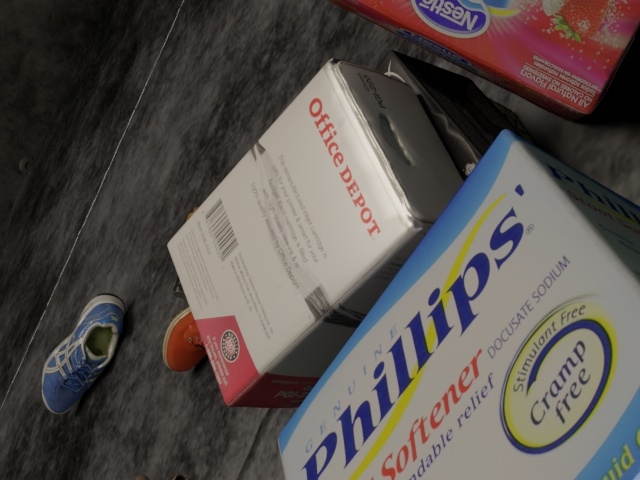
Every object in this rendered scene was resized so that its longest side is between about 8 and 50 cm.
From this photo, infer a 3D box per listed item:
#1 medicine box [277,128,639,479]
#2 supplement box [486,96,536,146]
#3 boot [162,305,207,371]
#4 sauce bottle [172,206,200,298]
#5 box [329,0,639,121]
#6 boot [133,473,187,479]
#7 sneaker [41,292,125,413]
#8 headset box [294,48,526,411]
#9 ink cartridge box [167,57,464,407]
[{"bbox_3d":[0.120,0.125,0.613,0.263,0.149,0.289,-55,24,17],"label":"medicine box"},{"bbox_3d":[0.136,-0.074,0.985,0.083,0.056,0.083,-55,28,23],"label":"supplement box"},{"bbox_3d":[-0.141,0.116,1.368,0.158,0.059,0.085,-53,33,24],"label":"boot"},{"bbox_3d":[-0.174,0.017,1.537,0.042,0.042,0.128,-29,45,53],"label":"sauce bottle"},{"bbox_3d":[0.117,-0.202,0.872,0.123,0.257,0.128,-63,-5,6],"label":"box"},{"bbox_3d":[-0.188,0.302,1.319,0.087,0.042,0.118,-46,32,24],"label":"boot"},{"bbox_3d":[-0.369,0.181,1.729,0.211,0.080,0.081,-61,22,13],"label":"sneaker"},{"bbox_3d":[0.060,0.034,0.903,0.293,0.110,0.218,-53,49,25],"label":"headset box"},{"bbox_3d":[0.000,0.000,0.823,0.218,0.092,0.158,-46,53,32],"label":"ink cartridge box"}]
